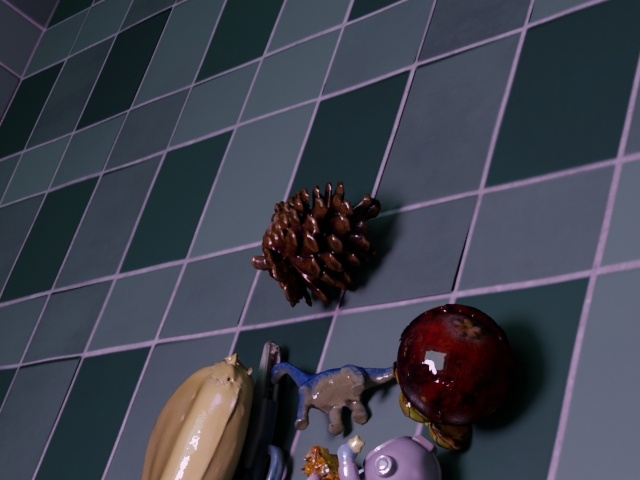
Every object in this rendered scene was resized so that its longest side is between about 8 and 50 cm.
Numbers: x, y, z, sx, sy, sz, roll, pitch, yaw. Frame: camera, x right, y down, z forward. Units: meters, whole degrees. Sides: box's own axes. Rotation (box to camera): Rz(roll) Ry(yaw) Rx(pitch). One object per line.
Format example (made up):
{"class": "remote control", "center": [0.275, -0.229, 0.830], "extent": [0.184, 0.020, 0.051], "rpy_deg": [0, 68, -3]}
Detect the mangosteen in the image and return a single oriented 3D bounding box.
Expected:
{"class": "mangosteen", "center": [0.168, 0.176, 1.694], "extent": [0.166, 0.166, 0.180], "rpy_deg": [-106, 34, -52]}

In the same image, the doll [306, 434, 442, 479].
{"class": "doll", "center": [0.038, 0.358, 1.680], "extent": [0.287, 0.151, 0.151], "rpy_deg": [-37, 34, 4]}

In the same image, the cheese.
{"class": "cheese", "center": [-0.187, 0.320, 1.976], "extent": [0.316, 0.128, 0.259], "rpy_deg": [-69, 17, -3]}

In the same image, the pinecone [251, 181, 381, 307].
{"class": "pinecone", "center": [-0.001, -0.001, 2.049], "extent": [0.212, 0.168, 0.186], "rpy_deg": [-42, 43, 16]}

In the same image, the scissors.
{"class": "scissors", "center": [-0.091, 0.284, 2.016], "extent": [0.138, 0.041, 0.289], "rpy_deg": [-36, 38, 45]}

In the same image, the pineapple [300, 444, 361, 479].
{"class": "pineapple", "center": [0.013, 0.346, 1.819], "extent": [0.077, 0.114, 0.114], "rpy_deg": [-35, -10, -50]}

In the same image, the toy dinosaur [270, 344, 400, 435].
{"class": "toy dinosaur", "center": [0.026, 0.193, 1.925], "extent": [0.247, 0.075, 0.188], "rpy_deg": [-38, 33, 19]}
